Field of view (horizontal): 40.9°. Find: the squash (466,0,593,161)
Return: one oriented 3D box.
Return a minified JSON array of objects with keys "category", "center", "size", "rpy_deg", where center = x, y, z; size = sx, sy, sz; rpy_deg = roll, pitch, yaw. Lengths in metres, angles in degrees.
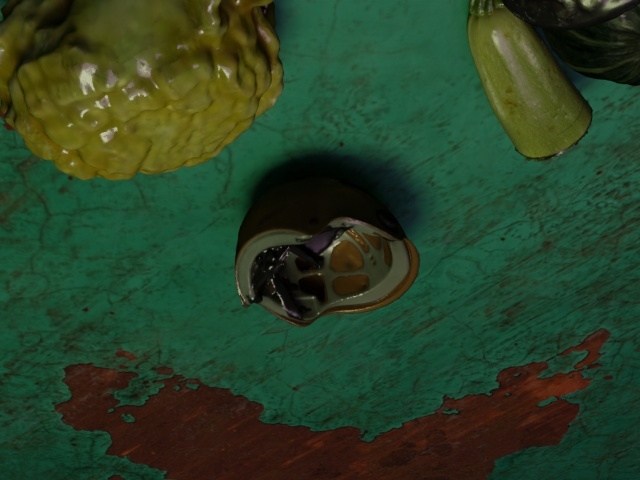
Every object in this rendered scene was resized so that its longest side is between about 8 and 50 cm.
[{"category":"squash","center":[0.203,-0.190,0.884],"size":[0.094,0.094,0.224],"rpy_deg":[-25,128,18]}]

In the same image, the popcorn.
[{"category":"popcorn","center":[-0.145,-0.162,0.782],"size":[0.286,0.174,0.225],"rpy_deg":[-28,152,6]}]

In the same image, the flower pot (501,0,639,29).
[{"category":"flower pot","center":[0.143,-0.296,0.626],"size":[0.266,0.267,0.267],"rpy_deg":[-36,143,28]}]

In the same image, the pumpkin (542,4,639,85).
[{"category":"pumpkin","center":[0.307,-0.234,0.789],"size":[0.211,0.152,0.212],"rpy_deg":[4,146,3]}]

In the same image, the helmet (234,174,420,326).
[{"category":"helmet","center":[0.000,0.000,1.015],"size":[0.224,0.130,0.198],"rpy_deg":[11,140,-36]}]
